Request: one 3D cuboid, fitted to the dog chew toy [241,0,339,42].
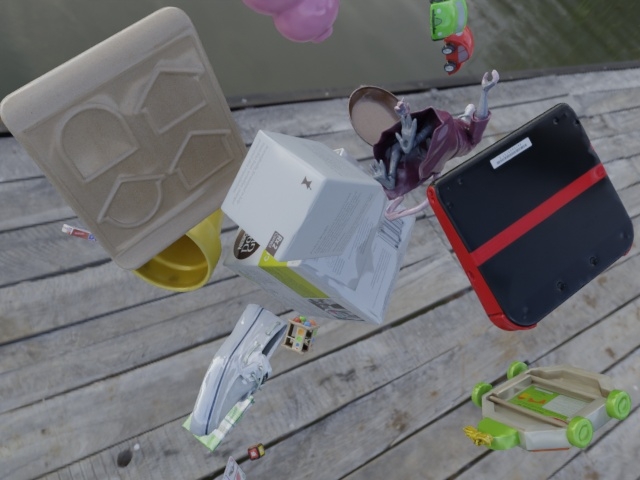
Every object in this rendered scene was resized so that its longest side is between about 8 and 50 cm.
[{"bbox_3d":[-0.082,-0.491,0.929,0.332,0.206,0.207,49,41,-33],"label":"dog chew toy"}]

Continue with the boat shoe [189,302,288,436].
[{"bbox_3d":[-0.104,0.174,0.750,0.075,0.083,0.226,17,41,5],"label":"boat shoe"}]

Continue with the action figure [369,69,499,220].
[{"bbox_3d":[0.300,-0.229,1.270,0.370,0.248,0.276,-21,98,-43],"label":"action figure"}]

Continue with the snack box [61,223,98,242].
[{"bbox_3d":[-0.600,-0.006,1.464,0.178,0.064,0.022,22,86,-45],"label":"snack box"}]

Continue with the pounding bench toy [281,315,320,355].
[{"bbox_3d":[-0.033,0.190,1.102,0.052,0.065,0.083,17,4,22],"label":"pounding bench toy"}]

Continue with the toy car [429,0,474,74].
[{"bbox_3d":[0.212,-0.365,0.856,0.053,0.239,0.225,1,31,19],"label":"toy car"}]

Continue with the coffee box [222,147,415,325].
[{"bbox_3d":[0.000,0.000,1.494,0.338,0.334,0.338,37,65,-36],"label":"coffee box"}]

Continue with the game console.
[{"bbox_3d":[0.426,-0.045,1.065,0.386,0.060,0.342,-32,94,-18],"label":"game console"}]

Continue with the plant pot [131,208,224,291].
[{"bbox_3d":[-0.355,-0.039,1.374,0.253,0.254,0.239,25,45,-7],"label":"plant pot"}]

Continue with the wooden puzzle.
[{"bbox_3d":[-0.302,-0.166,0.926,0.322,0.348,0.080,-40,43,-19],"label":"wooden puzzle"}]

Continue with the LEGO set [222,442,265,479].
[{"bbox_3d":[-0.090,0.431,0.826,0.183,0.060,0.244,61,15,-18],"label":"LEGO set"}]

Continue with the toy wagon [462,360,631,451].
[{"bbox_3d":[0.438,0.349,1.110,0.344,0.267,0.068,-20,101,-26],"label":"toy wagon"}]

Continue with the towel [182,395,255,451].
[{"bbox_3d":[-0.241,0.410,1.285,0.113,0.023,0.152,27,63,30],"label":"towel"}]

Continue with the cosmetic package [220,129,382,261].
[{"bbox_3d":[-0.029,-0.071,0.887,0.151,0.151,0.183,40,21,26],"label":"cosmetic package"}]

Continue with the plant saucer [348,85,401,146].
[{"bbox_3d":[0.152,-0.314,1.421,0.198,0.036,0.199,11,63,-22],"label":"plant saucer"}]
